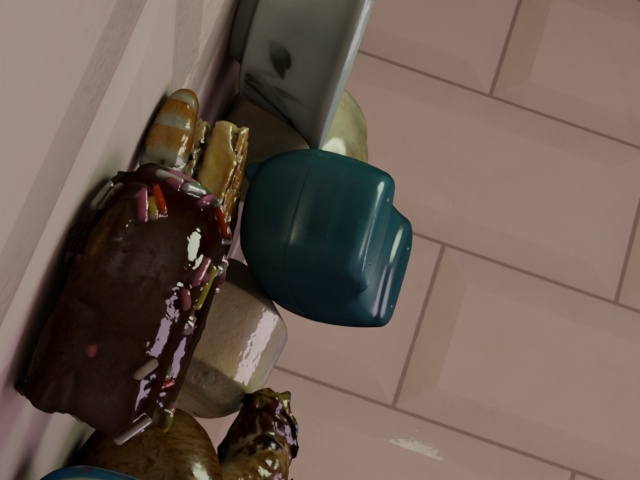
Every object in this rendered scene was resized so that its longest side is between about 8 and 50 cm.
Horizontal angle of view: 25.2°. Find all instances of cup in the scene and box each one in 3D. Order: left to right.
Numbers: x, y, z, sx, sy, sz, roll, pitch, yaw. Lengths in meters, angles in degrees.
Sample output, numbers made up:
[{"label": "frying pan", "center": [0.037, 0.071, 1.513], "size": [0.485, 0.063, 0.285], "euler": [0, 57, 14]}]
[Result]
[{"label": "cup", "center": [-0.021, -0.302, 1.923], "size": [0.347, 0.163, 0.347], "euler": [18, 90, -89]}]

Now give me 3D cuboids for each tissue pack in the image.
[{"label": "tissue pack", "center": [0.000, 0.000, 1.936], "size": [0.287, 0.206, 0.198], "euler": [55, 48, -68]}]

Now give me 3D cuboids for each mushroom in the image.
[{"label": "mushroom", "center": [-0.178, 0.377, 1.804], "size": [0.331, 0.356, 0.334], "euler": [-55, -140, 21]}, {"label": "mushroom", "center": [-0.047, -0.120, 2.154], "size": [0.260, 0.254, 0.234], "euler": [-20, 135, -30]}]

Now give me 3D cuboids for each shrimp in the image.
[{"label": "shrimp", "center": [-0.167, -0.080, 1.529], "size": [0.166, 0.049, 0.161], "euler": [112, -7, -46]}]

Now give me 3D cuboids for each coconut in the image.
[{"label": "coconut", "center": [-0.152, 0.129, 2.002], "size": [0.202, 0.202, 0.222], "euler": [107, 7, -68]}]

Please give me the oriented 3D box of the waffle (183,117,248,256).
[{"label": "waffle", "center": [-0.163, -0.010, 1.777], "size": [0.308, 0.091, 0.212], "euler": [108, 1, -71]}]

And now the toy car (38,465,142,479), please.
[{"label": "toy car", "center": [-0.241, 0.342, 1.476], "size": [0.190, 0.189, 0.255], "euler": [-94, -161, -71]}]

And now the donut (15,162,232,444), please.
[{"label": "donut", "center": [-0.173, 0.060, 1.367], "size": [0.345, 0.136, 0.259], "euler": [114, -1, -80]}]
